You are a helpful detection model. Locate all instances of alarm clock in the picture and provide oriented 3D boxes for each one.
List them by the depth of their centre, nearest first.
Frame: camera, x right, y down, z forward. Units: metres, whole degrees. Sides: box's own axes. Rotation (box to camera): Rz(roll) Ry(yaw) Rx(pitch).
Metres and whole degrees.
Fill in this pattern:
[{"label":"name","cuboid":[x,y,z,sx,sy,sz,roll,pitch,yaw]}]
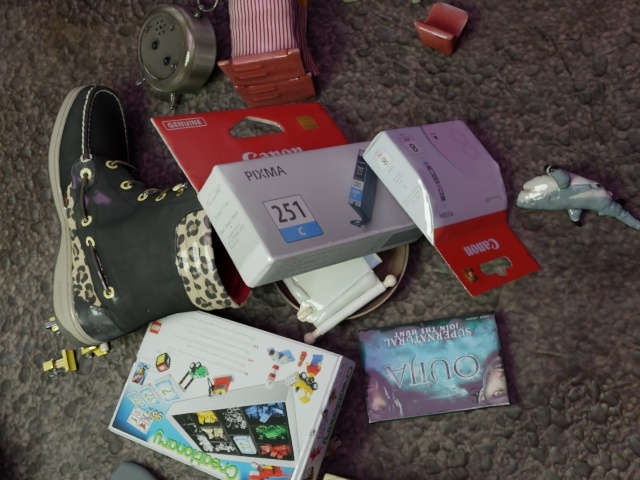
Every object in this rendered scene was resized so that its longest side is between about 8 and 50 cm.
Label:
[{"label":"alarm clock","cuboid":[-0.207,-0.298,1.292,0.192,0.064,0.129,-49,65,28]}]

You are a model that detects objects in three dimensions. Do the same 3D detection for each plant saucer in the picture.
[{"label":"plant saucer","cuboid":[0.025,0.016,1.219,0.198,0.036,0.199,-3,74,9]}]

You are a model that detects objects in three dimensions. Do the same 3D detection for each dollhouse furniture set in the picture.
[{"label":"dollhouse furniture set","cuboid":[0.045,-0.337,1.249,0.374,0.152,0.201,-9,74,8]}]

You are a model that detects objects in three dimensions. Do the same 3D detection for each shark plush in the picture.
[{"label":"shark plush","cuboid":[0.352,-0.051,1.186,0.161,0.073,0.067,19,99,-6]}]

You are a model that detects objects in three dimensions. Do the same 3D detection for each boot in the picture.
[{"label":"boot","cuboid":[-0.228,-0.056,1.183,0.284,0.138,0.377,-11,71,29]}]

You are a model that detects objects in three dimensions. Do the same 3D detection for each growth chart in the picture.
[{"label":"growth chart","cuboid":[0.000,0.000,1.198,0.172,0.021,0.237,-30,72,1]}]

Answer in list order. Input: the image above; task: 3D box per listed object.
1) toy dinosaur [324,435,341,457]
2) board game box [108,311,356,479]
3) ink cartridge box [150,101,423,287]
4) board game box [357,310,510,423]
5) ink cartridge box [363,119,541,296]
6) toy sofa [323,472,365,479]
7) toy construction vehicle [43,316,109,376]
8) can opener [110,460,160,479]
[{"label":"toy dinosaur","cuboid":[-0.066,0.287,1.153,0.183,0.053,0.093,-28,73,2]},{"label":"board game box","cuboid":[-0.122,0.205,1.140,0.305,0.053,0.193,14,77,31]},{"label":"ink cartridge box","cuboid":[-0.027,-0.090,1.107,0.261,0.296,0.066,57,135,19]},{"label":"board game box","cuboid":[0.148,0.169,1.160,0.186,0.026,0.126,-10,73,8]},{"label":"ink cartridge box","cuboid":[0.188,-0.052,1.137,0.232,0.189,0.066,51,128,21]},{"label":"toy sofa","cuboid":[0.060,0.466,1.031,0.177,0.150,0.363,11,77,14]},{"label":"toy construction vehicle","cuboid":[-0.358,0.142,1.254,0.098,0.035,0.086,-16,73,6]},{"label":"can opener","cuboid":[-0.190,0.402,1.133,0.280,0.074,0.093,39,84,17]}]
